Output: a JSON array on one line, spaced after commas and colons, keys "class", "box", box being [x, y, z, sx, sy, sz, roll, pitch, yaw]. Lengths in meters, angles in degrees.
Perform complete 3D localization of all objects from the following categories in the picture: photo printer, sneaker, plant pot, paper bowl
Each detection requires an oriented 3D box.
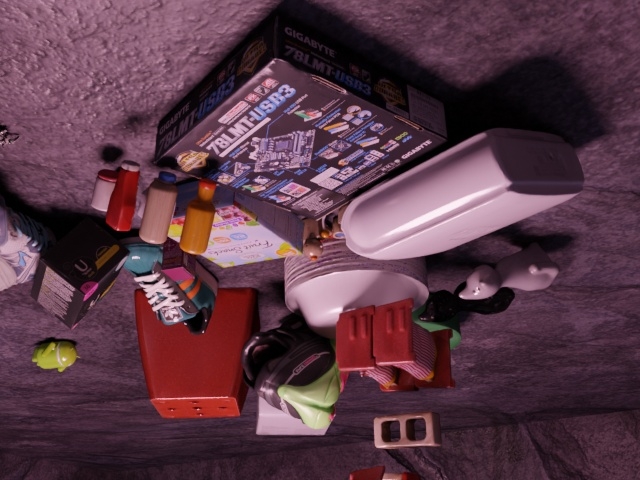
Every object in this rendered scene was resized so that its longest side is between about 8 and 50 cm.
[{"class": "photo printer", "box": [0.200, -0.057, 1.068, 0.307, 0.107, 0.256, -26, 166, 40]}, {"class": "sneaker", "box": [-0.518, -0.011, 1.222, 0.122, 0.110, 0.283, -12, 161, -21]}, {"class": "sneaker", "box": [-0.064, 0.236, 1.520, 0.202, 0.185, 0.483, 22, -179, -7]}, {"class": "sneaker", "box": [-0.291, 0.094, 1.392, 0.108, 0.121, 0.302, -11, 151, 20]}, {"class": "plant pot", "box": [-0.275, 0.266, 1.617, 0.267, 0.236, 0.267, 0, 153, -3]}, {"class": "paper bowl", "box": [0.071, 0.103, 1.408, 0.284, 0.148, 0.284, -2, 152, -1]}]

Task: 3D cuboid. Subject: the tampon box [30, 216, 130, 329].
[{"class": "tampon box", "box": [-0.430, 0.060, 1.271, 0.101, 0.120, 0.161, 40, 142, -3]}]

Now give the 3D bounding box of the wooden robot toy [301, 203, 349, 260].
[{"class": "wooden robot toy", "box": [0.000, 0.000, 1.269, 0.173, 0.079, 0.076, -18, 149, 30]}]

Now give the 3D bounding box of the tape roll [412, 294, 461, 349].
[{"class": "tape roll", "box": [0.173, 0.217, 1.718, 0.321, 0.077, 0.321, -2, 154, -1]}]

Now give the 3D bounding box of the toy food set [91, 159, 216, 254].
[{"class": "toy food set", "box": [-0.250, -0.072, 1.036, 0.111, 0.105, 0.232, 2, -158, -43]}]

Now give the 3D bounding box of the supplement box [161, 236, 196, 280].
[{"class": "supplement box", "box": [-0.256, 0.024, 1.297, 0.043, 0.083, 0.055, -9, 152, 13]}]

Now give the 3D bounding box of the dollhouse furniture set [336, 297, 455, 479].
[{"class": "dollhouse furniture set", "box": [0.140, 0.316, 1.265, 0.152, 0.374, 0.201, -13, 153, 28]}]

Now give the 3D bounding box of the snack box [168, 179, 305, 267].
[{"class": "snack box", "box": [-0.152, -0.028, 1.202, 0.174, 0.070, 0.207, -11, 154, 29]}]

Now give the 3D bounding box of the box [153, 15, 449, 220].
[{"class": "box", "box": [-0.029, -0.145, 0.981, 0.293, 0.073, 0.295, 19, 148, -34]}]

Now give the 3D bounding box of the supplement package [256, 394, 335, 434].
[{"class": "supplement package", "box": [-0.073, 0.412, 1.966, 0.199, 0.198, 0.263, 2, 154, -6]}]

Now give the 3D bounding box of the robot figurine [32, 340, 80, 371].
[{"class": "robot figurine", "box": [-0.679, 0.294, 1.836, 0.115, 0.067, 0.101, -7, 141, 9]}]

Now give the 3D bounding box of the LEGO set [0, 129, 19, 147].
[{"class": "LEGO set", "box": [-0.467, -0.149, 0.998, 0.083, 0.023, 0.054, 6, 153, -16]}]

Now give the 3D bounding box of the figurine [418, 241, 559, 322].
[{"class": "figurine", "box": [0.319, 0.093, 1.382, 0.209, 0.092, 0.215, -14, 162, -33]}]
